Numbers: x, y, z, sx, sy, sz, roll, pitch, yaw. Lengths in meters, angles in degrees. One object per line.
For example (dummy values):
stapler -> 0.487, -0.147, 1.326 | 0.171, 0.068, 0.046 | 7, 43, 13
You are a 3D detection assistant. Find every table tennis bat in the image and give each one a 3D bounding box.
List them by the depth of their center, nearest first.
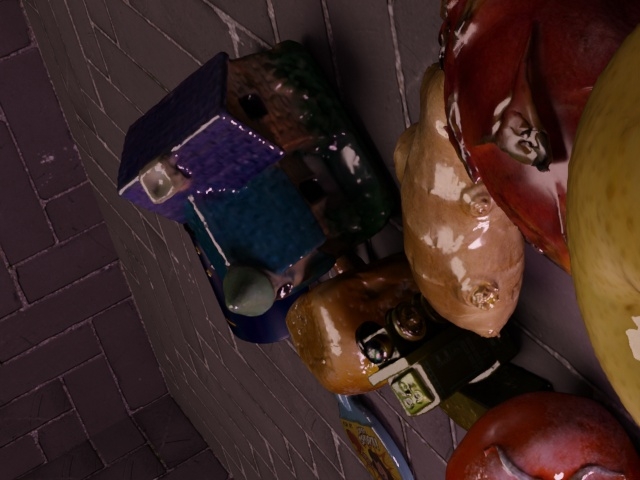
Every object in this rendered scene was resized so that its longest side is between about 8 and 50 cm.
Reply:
table tennis bat -> 0.087, 0.358, 2.141 | 0.329, 0.044, 0.215 | 62, 163, -8

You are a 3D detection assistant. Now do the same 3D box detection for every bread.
bread -> 0.071, 0.124, 1.596 | 0.176, 0.196, 0.246 | 68, 164, 4

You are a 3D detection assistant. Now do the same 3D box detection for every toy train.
toy train -> 0.141, 0.128, 1.391 | 0.090, 0.225, 0.137 | -34, 84, 41

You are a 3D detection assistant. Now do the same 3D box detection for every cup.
cup -> -0.104, 0.017, 2.045 | 0.178, 0.255, 0.256 | 2, 130, 26

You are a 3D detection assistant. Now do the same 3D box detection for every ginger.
ginger -> 0.165, -0.077, 1.242 | 0.236, 0.166, 0.375 | -82, 1, -57

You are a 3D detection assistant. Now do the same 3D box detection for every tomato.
tomato -> 0.259, 0.279, 1.297 | 0.232, 0.232, 0.188 | 62, 179, 0

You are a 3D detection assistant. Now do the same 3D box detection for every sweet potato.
sweet potato -> 0.068, 0.105, 1.756 | 0.058, 0.078, 0.255 | 29, 141, 58

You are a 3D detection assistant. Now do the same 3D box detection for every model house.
model house -> -0.097, -0.072, 1.491 | 0.245, 0.280, 0.312 | -30, 89, 29

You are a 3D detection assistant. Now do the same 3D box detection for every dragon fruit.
dragon fruit -> 0.217, -0.090, 0.853 | 0.250, 0.250, 0.315 | 88, 165, -54

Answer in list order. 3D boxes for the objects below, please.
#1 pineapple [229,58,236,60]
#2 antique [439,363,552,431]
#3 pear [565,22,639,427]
pineapple -> -0.070, -0.133, 1.713 | 0.310, 0.141, 0.170 | 48, 136, 3
antique -> 0.218, 0.208, 1.502 | 0.221, 0.080, 0.081 | 21, 138, 63
pear -> 0.298, -0.003, 0.594 | 0.348, 0.348, 0.348 | 51, 159, 28
